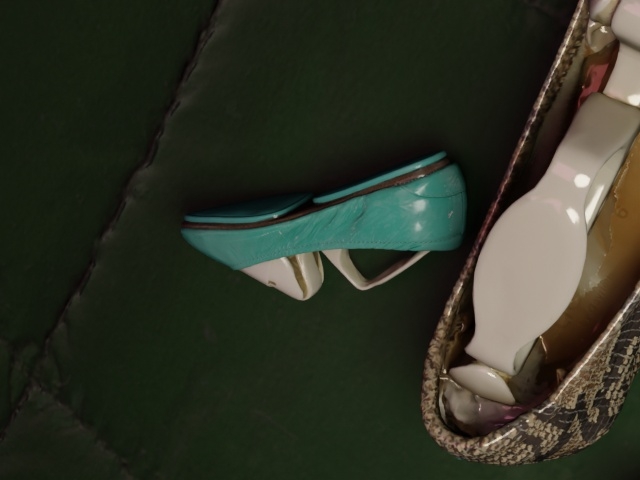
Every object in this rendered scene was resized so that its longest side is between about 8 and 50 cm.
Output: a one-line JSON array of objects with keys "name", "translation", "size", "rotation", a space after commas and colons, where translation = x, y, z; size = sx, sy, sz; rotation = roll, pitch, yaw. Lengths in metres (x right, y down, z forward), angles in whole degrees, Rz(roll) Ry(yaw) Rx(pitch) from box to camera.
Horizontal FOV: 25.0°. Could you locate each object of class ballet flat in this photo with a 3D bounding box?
[{"name": "ballet flat", "translation": [0.191, -0.065, 0.887], "size": [0.164, 0.182, 0.483], "rotation": [30, 106, 25]}, {"name": "ballet flat", "translation": [0.000, 0.000, 1.071], "size": [0.247, 0.083, 0.087], "rotation": [-12, 98, 34]}]
